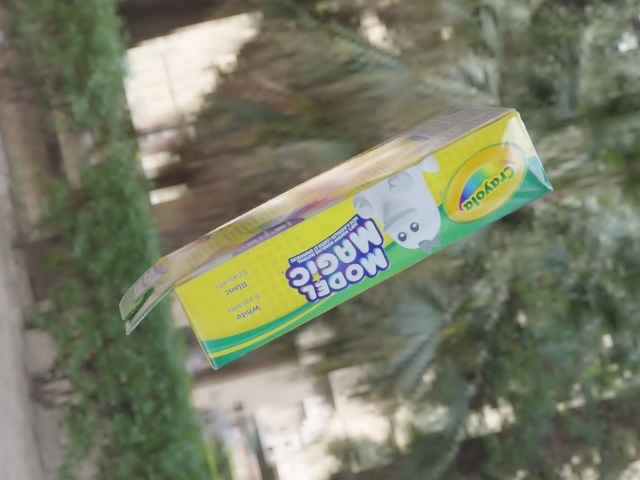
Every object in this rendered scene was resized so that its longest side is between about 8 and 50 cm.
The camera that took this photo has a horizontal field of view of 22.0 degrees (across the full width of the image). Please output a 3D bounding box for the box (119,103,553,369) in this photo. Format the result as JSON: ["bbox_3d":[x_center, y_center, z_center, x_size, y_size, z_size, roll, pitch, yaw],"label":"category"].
[{"bbox_3d":[0.000,0.000,0.694,0.043,0.179,0.105,65,-5,-9],"label":"box"}]
